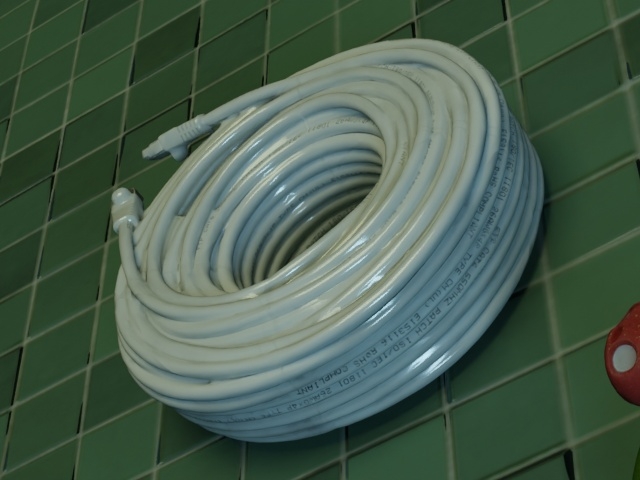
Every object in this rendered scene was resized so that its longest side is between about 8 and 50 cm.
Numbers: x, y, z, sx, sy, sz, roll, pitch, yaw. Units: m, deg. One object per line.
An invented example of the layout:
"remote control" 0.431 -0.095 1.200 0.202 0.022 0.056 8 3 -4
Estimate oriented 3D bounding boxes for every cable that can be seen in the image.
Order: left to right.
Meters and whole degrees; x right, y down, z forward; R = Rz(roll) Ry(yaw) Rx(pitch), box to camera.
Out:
"cable" 0.000 0.000 1.076 0.257 0.089 0.257 -26 34 21

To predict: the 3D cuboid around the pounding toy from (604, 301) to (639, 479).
"pounding toy" 0.192 0.073 0.752 0.183 0.110 0.237 -36 31 8
